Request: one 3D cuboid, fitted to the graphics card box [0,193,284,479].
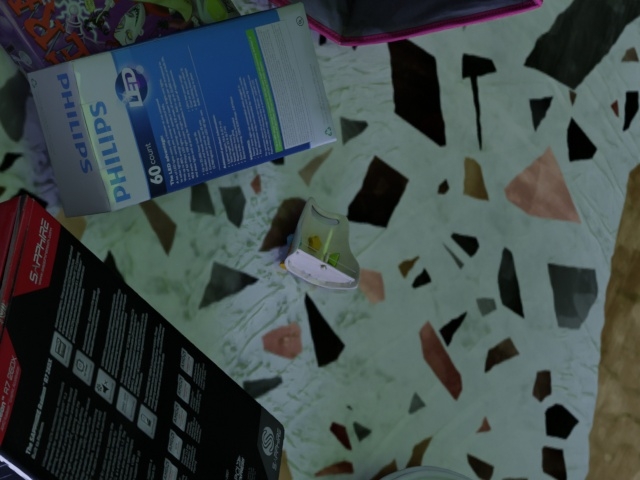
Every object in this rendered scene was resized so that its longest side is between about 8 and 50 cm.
[{"bbox_3d":[-0.175,0.164,1.634,0.371,0.094,0.233,44,38,-38],"label":"graphics card box"}]

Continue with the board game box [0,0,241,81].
[{"bbox_3d":[-0.222,-0.257,1.754,0.208,0.056,0.347,-47,115,-26],"label":"board game box"}]

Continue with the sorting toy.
[{"bbox_3d":[0.000,0.000,1.916,0.083,0.045,0.075,30,62,-33],"label":"sorting toy"}]

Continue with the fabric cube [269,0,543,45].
[{"bbox_3d":[0.054,-0.360,1.819,0.259,0.254,0.258,29,64,-42],"label":"fabric cube"}]

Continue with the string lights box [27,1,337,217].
[{"bbox_3d":[-0.117,-0.118,1.751,0.259,0.076,0.133,-19,98,-38],"label":"string lights box"}]

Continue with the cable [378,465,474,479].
[{"bbox_3d":[0.117,0.338,1.886,0.257,0.089,0.257,5,53,-36],"label":"cable"}]
